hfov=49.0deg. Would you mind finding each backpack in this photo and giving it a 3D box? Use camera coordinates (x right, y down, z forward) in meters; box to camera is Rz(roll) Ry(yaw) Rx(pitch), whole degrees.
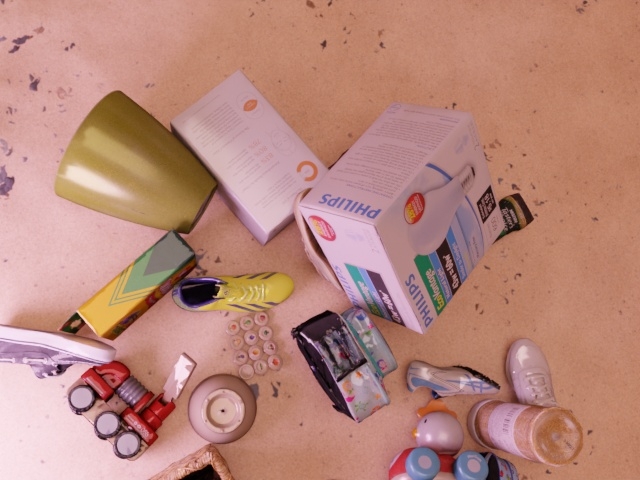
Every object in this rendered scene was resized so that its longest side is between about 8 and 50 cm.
[{"bbox_3d":[0.411,0.591,1.647,0.116,0.158,0.173,13,66,-15],"label":"backpack"},{"bbox_3d":[0.066,0.280,1.608,0.191,0.225,0.254,-26,89,-8],"label":"backpack"}]

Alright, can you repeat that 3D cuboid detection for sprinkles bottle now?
[{"bbox_3d":[0.447,0.424,1.573,0.121,0.355,0.121,2,80,-9],"label":"sprinkles bottle"}]

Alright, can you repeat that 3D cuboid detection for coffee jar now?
[{"bbox_3d":[0.452,-0.047,1.803,0.184,0.079,0.096,-28,85,-13],"label":"coffee jar"}]

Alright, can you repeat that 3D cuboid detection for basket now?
[{"bbox_3d":[-0.308,0.600,1.488,0.299,0.223,0.214,-27,85,-14],"label":"basket"}]

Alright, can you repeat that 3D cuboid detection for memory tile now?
[{"bbox_3d":[-0.159,0.249,1.675,0.113,0.012,0.148,-15,79,-16],"label":"memory tile"}]

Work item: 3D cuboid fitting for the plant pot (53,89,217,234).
[{"bbox_3d":[-0.393,-0.143,1.586,0.293,0.275,0.275,31,76,-4],"label":"plant pot"}]

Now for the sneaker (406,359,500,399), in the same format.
[{"bbox_3d":[0.322,0.350,1.713,0.237,0.085,0.086,11,95,-8],"label":"sneaker"}]

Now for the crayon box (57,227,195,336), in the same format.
[{"bbox_3d":[-0.420,0.120,1.569,0.318,0.202,0.081,-42,89,-13],"label":"crayon box"}]

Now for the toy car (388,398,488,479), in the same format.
[{"bbox_3d":[0.259,0.483,1.642,0.210,0.219,0.238,7,50,-7],"label":"toy car"}]

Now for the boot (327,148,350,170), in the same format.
[{"bbox_3d":[0.067,-0.163,1.782,0.106,0.037,0.114,41,73,13],"label":"boot"}]

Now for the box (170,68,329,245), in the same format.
[{"bbox_3d":[-0.165,-0.193,1.683,0.215,0.168,0.345,-40,88,-14],"label":"box"}]

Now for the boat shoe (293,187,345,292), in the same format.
[{"bbox_3d":[0.000,0.000,1.634,0.109,0.098,0.302,-48,131,-23],"label":"boat shoe"}]

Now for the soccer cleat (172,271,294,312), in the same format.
[{"bbox_3d":[-0.201,0.122,1.643,0.289,0.121,0.094,-3,80,-10],"label":"soccer cleat"}]

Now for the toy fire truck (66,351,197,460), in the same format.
[{"bbox_3d":[-0.410,0.336,1.568,0.217,0.158,0.246,45,65,1],"label":"toy fire truck"}]

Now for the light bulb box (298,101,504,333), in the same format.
[{"bbox_3d":[0.197,-0.054,1.578,0.361,0.225,0.358,-49,133,-23],"label":"light bulb box"}]

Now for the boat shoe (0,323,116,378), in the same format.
[{"bbox_3d":[-0.590,0.254,1.537,0.301,0.108,0.102,7,84,13],"label":"boat shoe"}]

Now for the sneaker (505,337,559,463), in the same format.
[{"bbox_3d":[0.540,0.386,1.701,0.114,0.152,0.305,-9,80,-9],"label":"sneaker"}]

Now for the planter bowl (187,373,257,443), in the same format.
[{"bbox_3d":[-0.222,0.386,1.599,0.162,0.109,0.162,2,80,-9],"label":"planter bowl"}]
